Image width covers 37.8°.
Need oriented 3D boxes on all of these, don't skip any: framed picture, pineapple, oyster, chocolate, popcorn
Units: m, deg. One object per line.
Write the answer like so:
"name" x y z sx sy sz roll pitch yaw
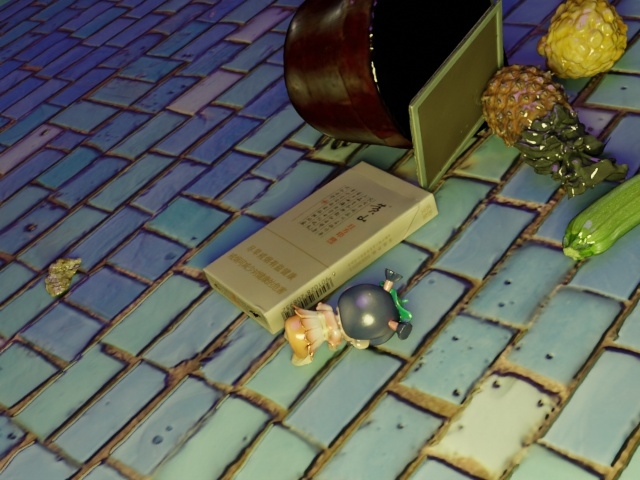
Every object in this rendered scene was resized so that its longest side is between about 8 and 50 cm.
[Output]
"framed picture" 0.239 -0.244 1.620 0.018 0.231 0.293 25 60 28
"pineapple" 0.399 -0.181 1.579 0.170 0.141 0.310 -5 38 -21
"oyster" -0.485 0.063 1.764 0.080 0.038 0.083 -25 34 -10
"chocolate" 0.110 -0.342 1.779 0.383 0.384 0.331 -44 27 -29
"popcorn" 0.497 -0.388 1.782 0.179 0.170 0.180 -6 55 9

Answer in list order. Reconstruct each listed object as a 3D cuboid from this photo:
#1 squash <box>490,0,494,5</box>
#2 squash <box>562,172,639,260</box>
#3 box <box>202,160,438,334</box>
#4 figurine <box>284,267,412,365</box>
"squash" 0.256 -0.393 1.936 0.093 0.169 0.252 42 58 3
"squash" 0.448 -0.041 1.412 0.219 0.068 0.077 -34 43 -17
"box" 0.001 0.000 1.593 0.365 0.051 0.204 -35 37 -20
"figurine" 0.041 0.124 1.373 0.194 0.102 0.112 -18 68 -3
